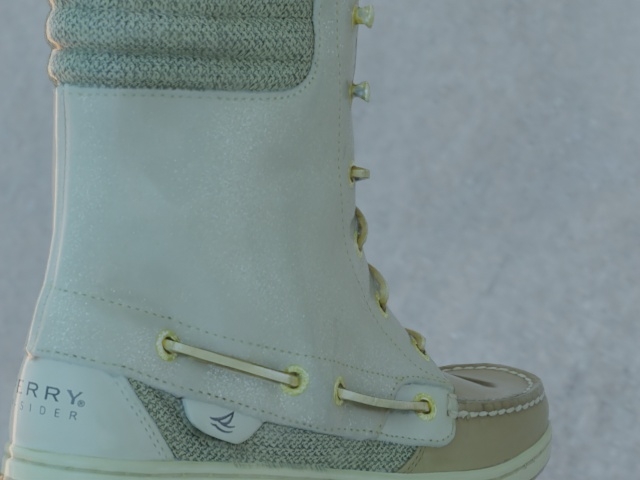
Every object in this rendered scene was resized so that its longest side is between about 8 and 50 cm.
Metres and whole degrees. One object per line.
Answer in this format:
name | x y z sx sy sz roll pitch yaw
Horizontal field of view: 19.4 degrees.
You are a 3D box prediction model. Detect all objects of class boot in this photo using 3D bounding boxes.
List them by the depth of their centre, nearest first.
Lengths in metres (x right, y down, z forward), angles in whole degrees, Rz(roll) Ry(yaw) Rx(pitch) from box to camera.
boot | 0.000 0.000 0.570 0.077 0.213 0.165 5 92 45
